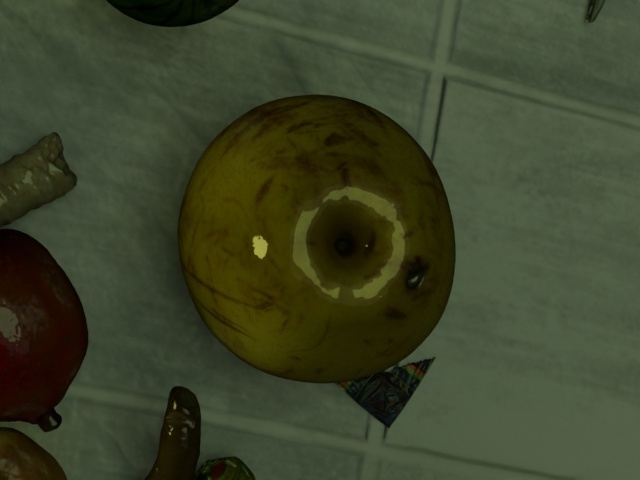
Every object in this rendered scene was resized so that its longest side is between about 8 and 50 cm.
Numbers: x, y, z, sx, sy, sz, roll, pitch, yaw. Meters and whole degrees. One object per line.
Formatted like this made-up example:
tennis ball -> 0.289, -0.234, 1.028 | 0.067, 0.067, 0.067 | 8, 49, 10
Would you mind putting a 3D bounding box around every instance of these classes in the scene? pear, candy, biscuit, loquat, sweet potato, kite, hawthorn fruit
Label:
pear -> 0.000, 0.000, 1.683 | 0.280, 0.281, 0.281 | 2, 84, -19
candy -> -0.049, 0.282, 1.755 | 0.062, 0.058, 0.194 | -47, 109, -9
biscuit -> -0.326, -0.027, 1.676 | 0.219, 0.055, 0.061 | -30, 114, -21
loquat -> -0.291, 0.234, 1.635 | 0.137, 0.113, 0.137 | 0, 91, -14
sweet potato -> -0.138, 0.310, 1.685 | 0.079, 0.108, 0.346 | 2, 85, -32
kite -> 0.063, 0.145, 1.826 | 0.122, 0.004, 0.090 | -1, 86, -20
hawthorn fruit -> -0.283, 0.086, 1.629 | 0.169, 0.169, 0.188 | -40, 95, -18

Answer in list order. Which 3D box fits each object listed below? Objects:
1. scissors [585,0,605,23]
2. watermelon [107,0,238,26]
scissors -> 0.308, -0.286, 1.948 | 0.058, 0.014, 0.119 | 27, 74, -11
watermelon -> -0.142, -0.306, 1.707 | 0.188, 0.188, 0.215 | 0, 44, -20
